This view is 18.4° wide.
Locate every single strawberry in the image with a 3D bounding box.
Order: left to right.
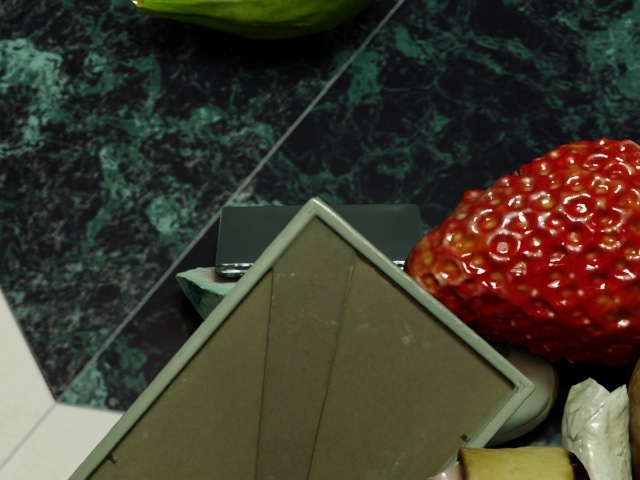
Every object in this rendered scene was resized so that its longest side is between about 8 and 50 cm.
[{"bbox_3d":[0.186,0.014,1.633,0.244,0.205,0.205,-7,62,-11],"label":"strawberry"}]

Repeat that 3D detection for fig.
[{"bbox_3d":[-0.038,-0.252,1.819,0.233,0.167,0.167,-35,63,19],"label":"fig"}]

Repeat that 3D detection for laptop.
[{"bbox_3d":[0.000,0.000,1.718,0.180,0.016,0.129,0,25,0],"label":"laptop"}]

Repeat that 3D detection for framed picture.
[{"bbox_3d":[-0.021,0.160,1.574,0.240,0.020,0.324,40,90,3],"label":"framed picture"}]

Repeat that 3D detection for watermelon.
[{"bbox_3d":[-0.045,0.054,1.670,0.094,0.081,0.180,-31,27,-17],"label":"watermelon"}]

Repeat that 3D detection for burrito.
[{"bbox_3d":[0.221,0.241,1.524,0.059,0.082,0.275,-2,82,-19],"label":"burrito"}]

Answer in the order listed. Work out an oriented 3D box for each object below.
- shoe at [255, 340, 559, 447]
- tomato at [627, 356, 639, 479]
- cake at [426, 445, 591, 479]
[{"bbox_3d":[0.063,0.125,1.644,0.275,0.098,0.103,-9,66,-5],"label":"shoe"},{"bbox_3d":[0.375,0.160,1.528,0.223,0.270,0.270,-3,60,-28],"label":"tomato"},{"bbox_3d":[0.113,0.250,1.472,0.178,0.185,0.207,-5,27,-9],"label":"cake"}]
